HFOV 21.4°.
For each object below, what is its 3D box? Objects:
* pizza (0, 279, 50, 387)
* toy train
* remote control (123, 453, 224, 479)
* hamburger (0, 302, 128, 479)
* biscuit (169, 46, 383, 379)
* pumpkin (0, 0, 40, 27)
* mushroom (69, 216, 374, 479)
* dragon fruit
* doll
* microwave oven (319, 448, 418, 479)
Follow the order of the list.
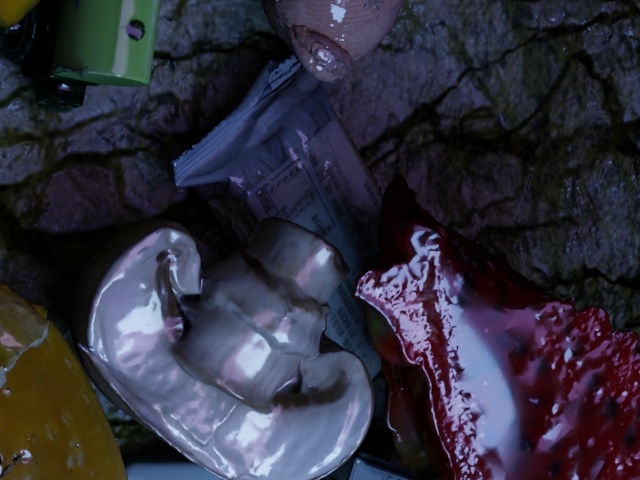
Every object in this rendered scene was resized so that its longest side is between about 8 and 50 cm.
[{"bbox_3d":[-0.319,0.099,1.046,0.289,0.081,0.228,8,85,-14],"label":"pizza"},{"bbox_3d":[-0.164,-0.221,1.276,0.105,0.157,0.253,9,89,-38],"label":"toy train"},{"bbox_3d":[-0.103,0.325,1.404,0.140,0.056,0.296,0,95,1],"label":"remote control"},{"bbox_3d":[-0.284,0.181,1.219,0.284,0.174,0.304,-39,118,-34],"label":"hamburger"},{"bbox_3d":[0.003,-0.003,1.470,0.186,0.079,0.309,-46,118,-27],"label":"biscuit"},{"bbox_3d":[-0.275,-0.308,1.128,0.303,0.256,0.225,32,80,-9],"label":"pumpkin"},{"bbox_3d":[-0.077,0.072,1.343,0.254,0.189,0.195,37,82,-19],"label":"mushroom"},{"bbox_3d":[0.100,0.102,1.406,0.329,0.286,0.228,30,95,-33],"label":"dragon fruit"},{"bbox_3d":[-0.014,-0.287,1.360,0.303,0.156,0.201,59,29,-26],"label":"doll"},{"bbox_3d":[0.059,0.259,1.487,0.208,0.162,0.122,24,79,-32],"label":"microwave oven"}]
